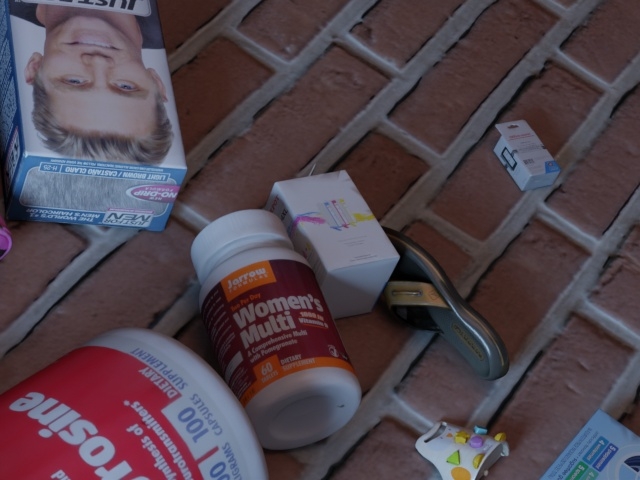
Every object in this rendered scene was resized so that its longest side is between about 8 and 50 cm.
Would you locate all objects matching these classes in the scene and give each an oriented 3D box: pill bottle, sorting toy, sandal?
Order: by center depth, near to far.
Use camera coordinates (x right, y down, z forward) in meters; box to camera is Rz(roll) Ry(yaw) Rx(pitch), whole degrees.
[{"bbox_3d":[-0.250,0.253,1.557,0.229,0.229,0.407,42,46,16],"label":"pill bottle"},{"bbox_3d":[-0.049,0.084,1.885,0.121,0.121,0.221,-3,51,-27],"label":"pill bottle"},{"bbox_3d":[0.138,0.207,1.922,0.075,0.045,0.083,24,40,25],"label":"sorting toy"},{"bbox_3d":[0.107,0.069,2.014,0.060,0.090,0.219,-36,76,-19],"label":"sandal"}]

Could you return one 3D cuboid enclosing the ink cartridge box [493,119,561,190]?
[{"bbox_3d":[0.237,-0.100,2.254,0.048,0.028,0.083,-11,55,-32],"label":"ink cartridge box"}]

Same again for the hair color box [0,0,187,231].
[{"bbox_3d":[-0.255,-0.177,2.045,0.174,0.105,0.347,4,49,-21],"label":"hair color box"}]

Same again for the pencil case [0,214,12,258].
[{"bbox_3d":[-0.385,-0.055,1.884,0.209,0.098,0.095,56,7,28],"label":"pencil case"}]

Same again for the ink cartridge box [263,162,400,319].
[{"bbox_3d":[0.000,0.000,2.006,0.090,0.092,0.143,-11,54,-31],"label":"ink cartridge box"}]

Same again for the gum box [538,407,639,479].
[{"bbox_3d":[0.311,0.273,1.926,0.184,0.041,0.157,37,46,13],"label":"gum box"}]
